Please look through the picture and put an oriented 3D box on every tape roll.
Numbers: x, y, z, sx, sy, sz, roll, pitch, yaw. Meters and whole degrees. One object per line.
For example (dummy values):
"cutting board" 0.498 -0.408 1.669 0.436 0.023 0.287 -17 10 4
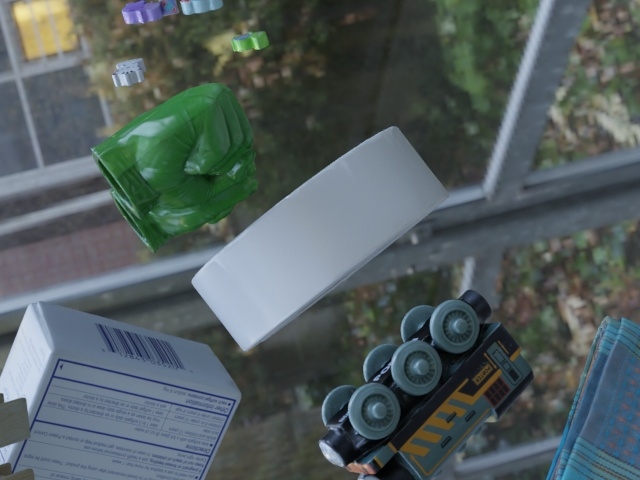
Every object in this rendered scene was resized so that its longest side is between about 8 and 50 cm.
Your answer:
"tape roll" 0.000 0.000 1.450 0.100 0.286 0.286 52 169 2

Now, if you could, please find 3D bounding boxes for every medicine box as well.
"medicine box" -0.289 0.261 1.717 0.289 0.264 0.149 -65 30 13

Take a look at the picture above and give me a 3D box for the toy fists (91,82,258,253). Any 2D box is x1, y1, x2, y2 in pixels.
"toy fists" -0.128 -0.068 1.294 0.096 0.142 0.279 51 171 10

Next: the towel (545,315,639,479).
"towel" 0.399 0.238 1.228 0.040 0.370 0.271 105 -170 -52

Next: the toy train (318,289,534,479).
"toy train" 0.151 0.224 1.888 0.190 0.334 0.142 50 157 -8

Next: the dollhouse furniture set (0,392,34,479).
"dollhouse furniture set" -0.426 0.175 1.344 0.212 0.161 0.242 3 101 40

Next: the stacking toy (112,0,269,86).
"stacking toy" -0.188 -0.299 1.700 0.052 0.221 0.167 -91 -12 -60
